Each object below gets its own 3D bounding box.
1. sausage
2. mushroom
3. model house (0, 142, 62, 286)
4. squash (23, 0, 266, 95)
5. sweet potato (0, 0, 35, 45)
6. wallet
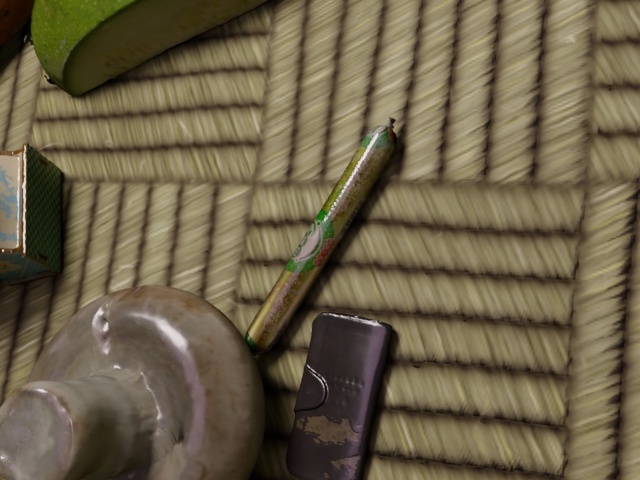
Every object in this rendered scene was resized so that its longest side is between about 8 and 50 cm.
[{"bbox_3d":[0.000,0.000,0.767,0.033,0.033,0.269,33,94,29],"label":"sausage"},{"bbox_3d":[-0.180,0.153,0.713,0.244,0.243,0.243,-7,75,25],"label":"mushroom"},{"bbox_3d":[-0.391,-0.038,0.896,0.271,0.207,0.178,141,128,-57],"label":"model house"},{"bbox_3d":[-0.178,-0.243,0.875,0.289,0.111,0.203,18,88,27],"label":"squash"},{"bbox_3d":[-0.400,-0.332,1.006,0.112,0.112,0.359,27,90,29],"label":"sweet potato"},{"bbox_3d":[0.015,0.144,0.733,0.082,0.018,0.156,11,84,29],"label":"wallet"}]
